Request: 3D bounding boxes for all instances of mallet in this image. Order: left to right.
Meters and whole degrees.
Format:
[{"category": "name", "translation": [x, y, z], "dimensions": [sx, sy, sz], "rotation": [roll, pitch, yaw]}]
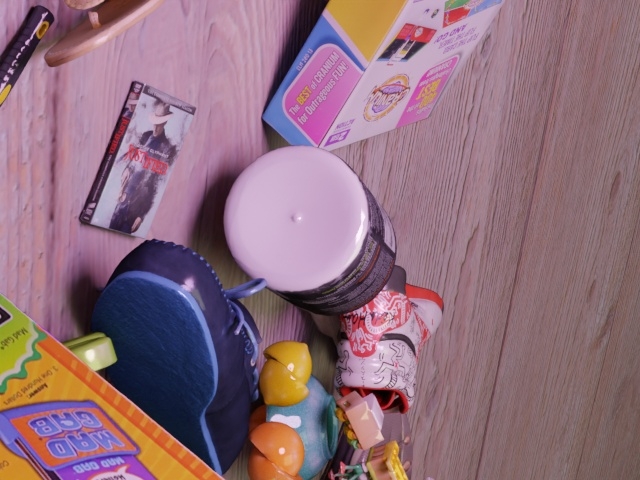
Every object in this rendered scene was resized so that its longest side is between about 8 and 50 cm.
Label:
[{"category": "mallet", "translation": [-0.236, -0.084, 1.045], "dimensions": [0.190, 0.039, 0.062], "rotation": [-67, 152, -13]}]

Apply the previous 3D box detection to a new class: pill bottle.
[{"category": "pill bottle", "translation": [0.000, 0.000, 1.423], "dimensions": [0.130, 0.130, 0.245], "rotation": [-66, 166, -5]}]

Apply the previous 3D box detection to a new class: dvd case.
[{"category": "dvd case", "translation": [-0.146, -0.064, 1.250], "dimensions": [0.087, 0.013, 0.119], "rotation": [21, 90, -64]}]

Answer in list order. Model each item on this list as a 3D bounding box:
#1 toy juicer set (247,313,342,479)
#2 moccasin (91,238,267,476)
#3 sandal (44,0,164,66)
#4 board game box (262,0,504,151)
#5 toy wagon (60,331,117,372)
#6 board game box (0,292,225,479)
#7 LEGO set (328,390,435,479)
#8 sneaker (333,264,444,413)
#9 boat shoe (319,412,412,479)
[{"category": "toy juicer set", "translation": [-0.035, 0.162, 1.562], "dimensions": [0.329, 0.089, 0.209], "rotation": [-77, 161, -48]}, {"category": "moccasin", "translation": [-0.117, 0.086, 1.323], "dimensions": [0.117, 0.137, 0.342], "rotation": [-59, 167, -28]}, {"category": "sandal", "translation": [-0.141, -0.206, 1.111], "dimensions": [0.240, 0.088, 0.079], "rotation": [-47, 116, -49]}, {"category": "board game box", "translation": [0.102, -0.233, 1.417], "dimensions": [0.242, 0.064, 0.317], "rotation": [-23, 150, -56]}, {"category": "toy wagon", "translation": [-0.161, 0.207, 1.210], "dimensions": [0.344, 0.068, 0.267], "rotation": [172, -100, -80]}, {"category": "board game box", "translation": [-0.224, 0.321, 0.896], "dimensions": [0.356, 0.356, 0.356], "rotation": [-38, 160, -47]}, {"category": "LEGO set", "translation": [0.059, 0.275, 1.586], "dimensions": [0.287, 0.107, 0.132], "rotation": [51, 25, -48]}, {"category": "sneaker", "translation": [0.072, 0.116, 1.653], "dimensions": [0.270, 0.090, 0.145], "rotation": [39, 53, -73]}, {"category": "boat shoe", "translation": [-0.006, 0.334, 1.698], "dimensions": [0.132, 0.130, 0.356], "rotation": [21, 86, -59]}]
